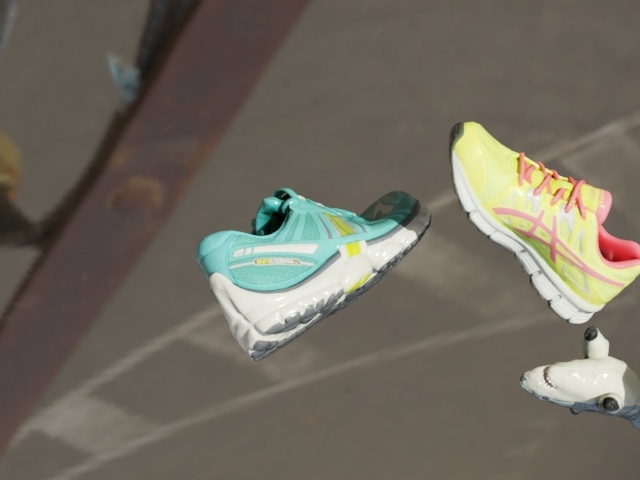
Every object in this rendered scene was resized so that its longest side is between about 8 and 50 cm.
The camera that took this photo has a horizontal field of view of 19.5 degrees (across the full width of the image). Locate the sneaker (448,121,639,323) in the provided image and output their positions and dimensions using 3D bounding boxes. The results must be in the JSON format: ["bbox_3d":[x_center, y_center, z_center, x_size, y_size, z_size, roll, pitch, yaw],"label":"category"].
[{"bbox_3d":[0.184,-0.029,1.498,0.094,0.081,0.208,-31,118,29],"label":"sneaker"}]

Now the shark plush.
[{"bbox_3d":[0.226,0.121,1.518,0.067,0.073,0.161,-27,159,25],"label":"shark plush"}]

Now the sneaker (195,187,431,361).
[{"bbox_3d":[0.000,0.000,1.526,0.107,0.110,0.275,-42,172,33],"label":"sneaker"}]
